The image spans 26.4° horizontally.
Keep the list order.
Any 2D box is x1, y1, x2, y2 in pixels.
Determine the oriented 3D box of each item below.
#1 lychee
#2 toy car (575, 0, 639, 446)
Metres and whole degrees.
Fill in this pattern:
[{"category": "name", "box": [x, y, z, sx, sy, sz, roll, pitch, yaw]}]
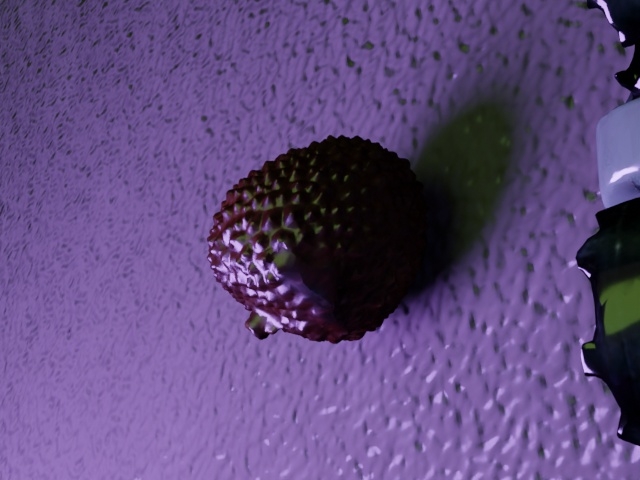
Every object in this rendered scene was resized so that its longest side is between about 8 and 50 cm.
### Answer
[{"category": "lychee", "box": [0.003, 0.002, 0.780, 0.129, 0.123, 0.123, -33, 37, -5]}, {"category": "toy car", "box": [0.195, -0.029, 0.448, 0.188, 0.190, 0.255, -11, 69, 28]}]
